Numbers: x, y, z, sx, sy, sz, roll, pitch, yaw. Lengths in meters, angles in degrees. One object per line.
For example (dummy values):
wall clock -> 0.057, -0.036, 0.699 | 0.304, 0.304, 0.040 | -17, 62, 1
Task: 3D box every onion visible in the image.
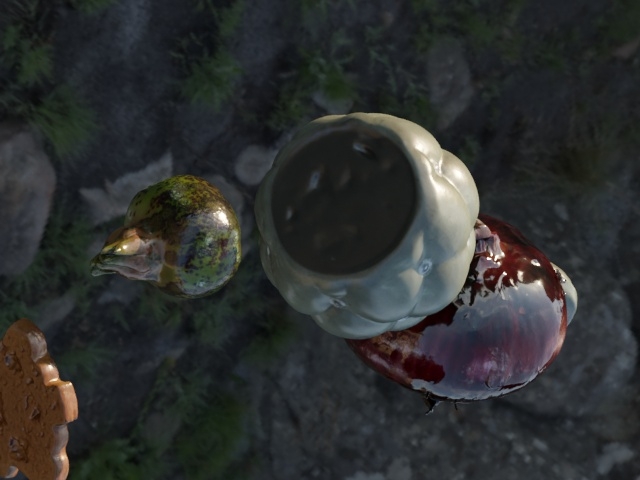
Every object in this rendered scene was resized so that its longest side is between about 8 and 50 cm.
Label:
onion -> 0.170, 0.061, 1.283 | 0.314, 0.314, 0.232 | -19, 136, -42

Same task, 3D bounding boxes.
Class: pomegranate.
pomegranate -> -0.266, 0.016, 1.743 | 0.276, 0.222, 0.203 | -46, 133, -29

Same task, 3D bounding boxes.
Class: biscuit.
biscuit -> -0.527, 0.276, 1.661 | 0.043, 0.307, 0.283 | -12, 93, -63

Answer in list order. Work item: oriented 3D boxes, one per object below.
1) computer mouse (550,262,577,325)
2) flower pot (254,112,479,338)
computer mouse -> 0.264, 0.081, 1.650 | 0.331, 0.095, 0.197 | 26, 113, -14
flower pot -> 0.050, -0.016, 1.072 | 0.246, 0.246, 0.195 | -54, 156, -2
